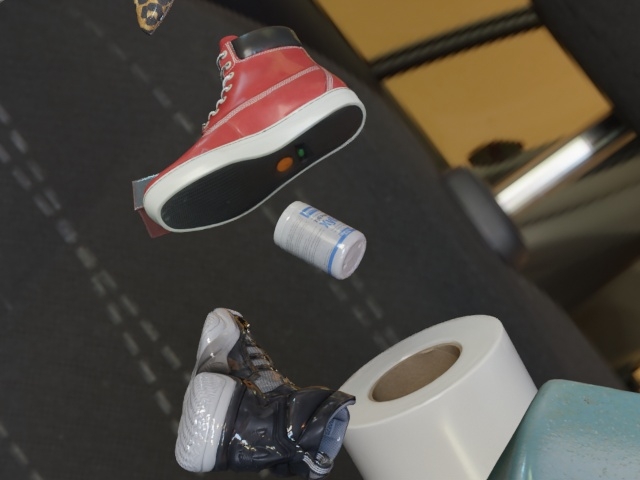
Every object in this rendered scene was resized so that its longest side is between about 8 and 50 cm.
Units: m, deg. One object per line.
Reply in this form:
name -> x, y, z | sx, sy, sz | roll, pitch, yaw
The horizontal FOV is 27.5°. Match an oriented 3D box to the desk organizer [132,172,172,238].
desk organizer -> -0.133, -0.051, 1.418 | 0.047, 0.130, 0.050 | -104, 176, -46

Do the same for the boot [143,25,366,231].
boot -> -0.100, -0.123, 1.348 | 0.176, 0.244, 0.088 | 49, -17, 32

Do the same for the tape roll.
tape roll -> 0.153, 0.227, 1.611 | 0.169, 0.246, 0.246 | 60, 4, -12

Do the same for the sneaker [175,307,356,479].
sneaker -> -0.050, 0.152, 1.243 | 0.153, 0.101, 0.268 | 15, 17, -6

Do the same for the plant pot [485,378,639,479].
plant pot -> 0.219, 0.252, 0.986 | 0.248, 0.247, 0.252 | 106, -8, -49

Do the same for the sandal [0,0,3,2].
sandal -> -0.131, -0.155, 0.422 | 0.102, 0.416, 0.169 | 34, 51, -53

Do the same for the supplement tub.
supplement tub -> 0.000, 0.000, 1.733 | 0.107, 0.071, 0.071 | 28, -5, 22

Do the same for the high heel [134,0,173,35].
high heel -> -0.269, -0.418, 1.752 | 0.186, 0.093, 0.261 | 19, 71, -41
